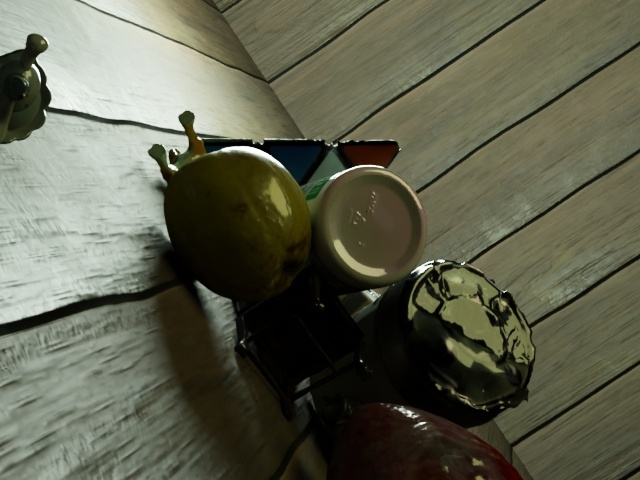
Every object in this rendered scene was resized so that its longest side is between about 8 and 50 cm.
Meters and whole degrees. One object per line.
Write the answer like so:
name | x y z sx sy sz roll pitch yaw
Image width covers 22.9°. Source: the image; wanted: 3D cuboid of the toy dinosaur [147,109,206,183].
toy dinosaur | -0.152 -0.063 1.805 0.212 0.057 0.142 -97 174 -51

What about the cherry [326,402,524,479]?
cherry | 0.097 0.247 1.468 0.249 0.192 0.175 53 -31 32

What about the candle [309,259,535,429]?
candle | 0.090 0.158 1.786 0.187 0.330 0.187 15 58 -26

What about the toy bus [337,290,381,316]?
toy bus | 0.089 0.142 2.262 0.138 0.097 0.342 44 4 16

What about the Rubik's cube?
Rubik's cube | -0.083 -0.054 2.110 0.234 0.284 0.250 35 -19 0

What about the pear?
pear | -0.081 -0.018 1.608 0.162 0.149 0.149 55 6 19

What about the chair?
chair | -0.028 0.084 1.688 0.106 0.113 0.229 56 10 -21

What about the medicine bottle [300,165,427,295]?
medicine bottle | 0.000 0.000 1.763 0.133 0.133 0.274 55 -25 -10

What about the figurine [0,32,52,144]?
figurine | -0.247 -0.120 1.223 0.082 0.094 0.086 17 -16 -13

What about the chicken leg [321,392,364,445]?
chicken leg | 0.075 0.259 1.666 0.227 0.088 0.103 55 24 -10
